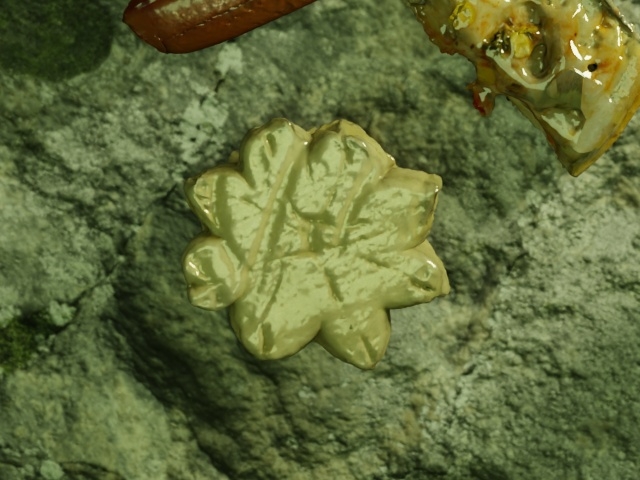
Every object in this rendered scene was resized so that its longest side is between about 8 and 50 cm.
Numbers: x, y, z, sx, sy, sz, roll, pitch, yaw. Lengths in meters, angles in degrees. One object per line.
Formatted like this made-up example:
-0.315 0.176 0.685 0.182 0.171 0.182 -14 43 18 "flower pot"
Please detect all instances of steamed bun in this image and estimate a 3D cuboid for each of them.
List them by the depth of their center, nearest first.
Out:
0.000 0.000 1.827 0.295 0.137 0.292 -32 100 5 "steamed bun"

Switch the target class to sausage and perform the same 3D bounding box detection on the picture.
-0.052 -0.282 1.769 0.330 0.102 0.102 -22 102 9 "sausage"

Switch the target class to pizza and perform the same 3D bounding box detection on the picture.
0.221 -0.215 1.784 0.297 0.071 0.189 42 104 -7 "pizza"
